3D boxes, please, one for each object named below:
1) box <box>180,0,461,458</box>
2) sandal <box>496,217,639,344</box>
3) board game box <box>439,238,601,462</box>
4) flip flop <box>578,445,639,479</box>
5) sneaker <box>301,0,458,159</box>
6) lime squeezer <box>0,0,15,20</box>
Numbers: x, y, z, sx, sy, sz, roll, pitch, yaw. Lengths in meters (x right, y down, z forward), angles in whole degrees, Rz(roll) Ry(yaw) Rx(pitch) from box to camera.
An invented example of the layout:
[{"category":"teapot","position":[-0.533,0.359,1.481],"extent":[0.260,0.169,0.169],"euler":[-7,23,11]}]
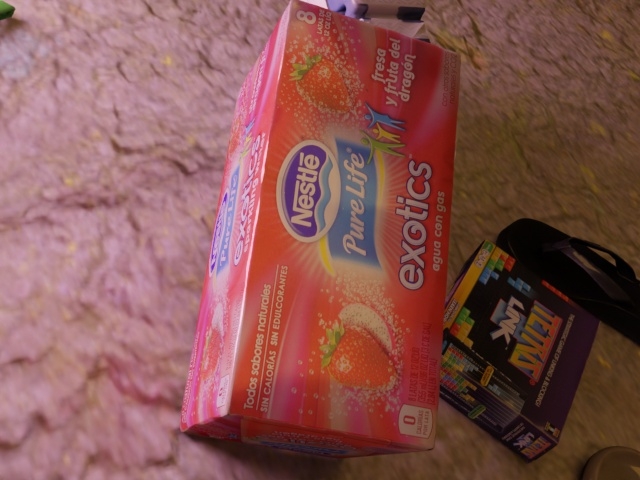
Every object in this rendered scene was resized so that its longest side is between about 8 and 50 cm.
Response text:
[{"category":"box","position":[0.000,0.000,0.590],"extent":[0.142,0.154,0.300],"euler":[14,70,-17]},{"category":"sandal","position":[0.307,0.042,0.845],"extent":[0.254,0.054,0.097],"euler":[27,45,-5]},{"category":"board game box","position":[0.173,0.096,0.735],"extent":[0.141,0.048,0.170],"euler":[35,45,5]},{"category":"flip flop","position":[0.271,0.281,0.605],"extent":[0.112,0.080,0.277],"euler":[17,47,-14]},{"category":"sneaker","position":[0.036,-0.162,0.832],"extent":[0.127,0.182,0.315],"euler":[-1,83,-26]},{"category":"lime squeezer","position":[-0.355,-0.130,0.658],"extent":[0.110,0.059,0.310],"euler":[40,35,-36]}]
